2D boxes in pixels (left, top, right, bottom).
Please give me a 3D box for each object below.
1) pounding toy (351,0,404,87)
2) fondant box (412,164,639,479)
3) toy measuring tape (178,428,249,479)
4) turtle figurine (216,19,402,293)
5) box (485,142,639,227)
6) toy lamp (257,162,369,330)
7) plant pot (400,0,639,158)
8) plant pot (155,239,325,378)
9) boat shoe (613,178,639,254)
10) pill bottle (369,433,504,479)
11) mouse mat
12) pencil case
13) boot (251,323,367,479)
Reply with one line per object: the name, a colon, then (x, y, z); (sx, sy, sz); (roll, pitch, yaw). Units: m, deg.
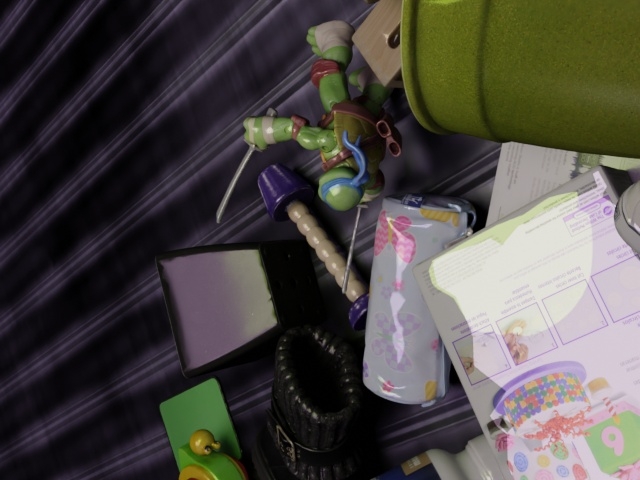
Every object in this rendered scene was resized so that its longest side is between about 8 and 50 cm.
pounding toy: (0.123, -0.266, 1.044); (0.181, 0.206, 0.094); (-47, 65, 36)
fondant box: (0.272, 0.122, 0.930); (0.238, 0.096, 0.330); (-31, 73, 30)
toy measuring tape: (-0.167, 0.467, 1.482); (0.121, 0.121, 0.330); (9, 111, 42)
turtle figurine: (-0.003, -0.125, 1.141); (0.275, 0.197, 0.266); (113, 171, -56)
box: (0.334, -0.014, 0.985); (0.322, 0.058, 0.232); (22, 110, 40)
toy lamp: (0.000, 0.000, 1.282); (0.275, 0.080, 0.080); (52, 126, 23)
plant pot: (0.314, -0.220, 0.807); (0.353, 0.366, 0.367); (23, 111, 27)
plant pot: (-0.105, 0.082, 1.329); (0.167, 0.187, 0.188); (-20, 82, 29)
boat shoe: (0.402, 0.017, 0.810); (0.267, 0.096, 0.088); (36, 156, 9)
pill bottle: (0.120, 0.347, 1.083); (0.264, 0.153, 0.153); (-27, 72, -3)
mouse mat: (-0.213, 0.332, 1.568); (0.189, 0.007, 0.153); (-30, 75, 40)
pencil case: (0.126, 0.071, 1.150); (0.124, 0.113, 0.273); (13, 104, 23)
boot: (0.028, 0.311, 1.221); (0.348, 0.131, 0.260); (46, 136, 29)
